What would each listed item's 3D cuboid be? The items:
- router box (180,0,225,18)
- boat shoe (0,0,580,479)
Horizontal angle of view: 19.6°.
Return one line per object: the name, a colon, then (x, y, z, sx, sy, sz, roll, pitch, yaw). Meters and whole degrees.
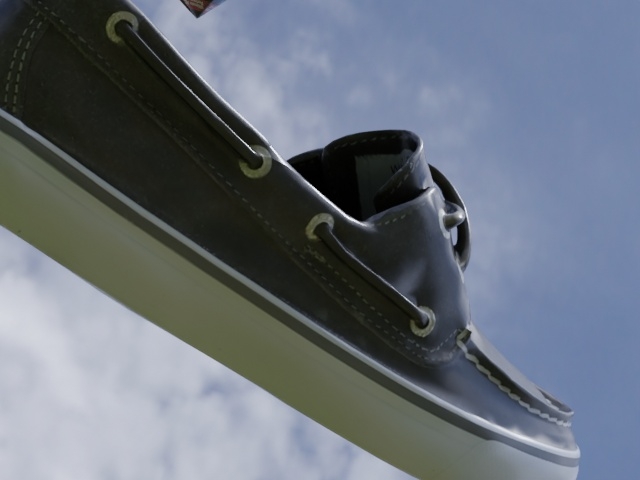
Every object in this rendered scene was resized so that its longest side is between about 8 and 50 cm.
router box: (-0.023, -0.177, 0.993, 0.038, 0.092, 0.122, 53, -35, 0)
boat shoe: (0.000, 0.000, 0.492, 0.228, 0.080, 0.076, 33, -87, -28)
